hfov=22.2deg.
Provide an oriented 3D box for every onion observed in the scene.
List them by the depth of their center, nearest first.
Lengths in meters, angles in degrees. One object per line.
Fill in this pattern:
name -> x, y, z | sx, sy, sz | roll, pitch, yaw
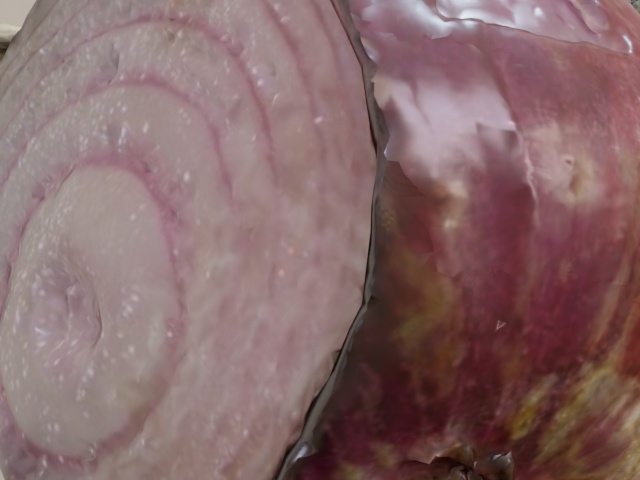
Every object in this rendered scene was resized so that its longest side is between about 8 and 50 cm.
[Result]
onion -> 0.019, 0.019, 0.535 | 0.230, 0.272, 0.256 | 19, -38, -38

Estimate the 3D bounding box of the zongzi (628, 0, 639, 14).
zongzi -> 0.164, -0.104, 1.175 | 0.362, 0.383, 0.319 | 42, -39, 6
